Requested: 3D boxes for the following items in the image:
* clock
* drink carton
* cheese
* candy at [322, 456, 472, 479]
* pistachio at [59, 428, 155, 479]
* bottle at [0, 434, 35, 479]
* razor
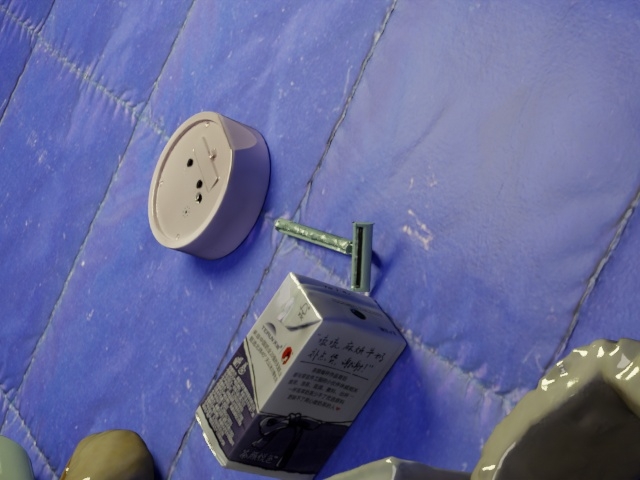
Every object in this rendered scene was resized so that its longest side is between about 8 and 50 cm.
[{"bbox_3d":[-0.155,-0.075,1.911,0.197,0.068,0.197,-25,56,43],"label":"clock"},{"bbox_3d":[-0.023,0.159,1.582,0.222,0.134,0.102,-56,38,18],"label":"drink carton"},{"bbox_3d":[0.267,0.234,1.134,0.292,0.153,0.332,-58,28,11],"label":"cheese"},{"bbox_3d":[0.039,0.325,1.374,0.359,0.208,0.145,-28,60,41],"label":"candy"},{"bbox_3d":[-0.287,0.321,1.842,0.124,0.185,0.124,7,111,20],"label":"pistachio"},{"bbox_3d":[-0.484,0.459,1.974,0.229,0.229,0.351,-50,42,26],"label":"bottle"},{"bbox_3d":[0.006,0.000,1.707,0.211,0.036,0.084,22,112,58],"label":"razor"}]
